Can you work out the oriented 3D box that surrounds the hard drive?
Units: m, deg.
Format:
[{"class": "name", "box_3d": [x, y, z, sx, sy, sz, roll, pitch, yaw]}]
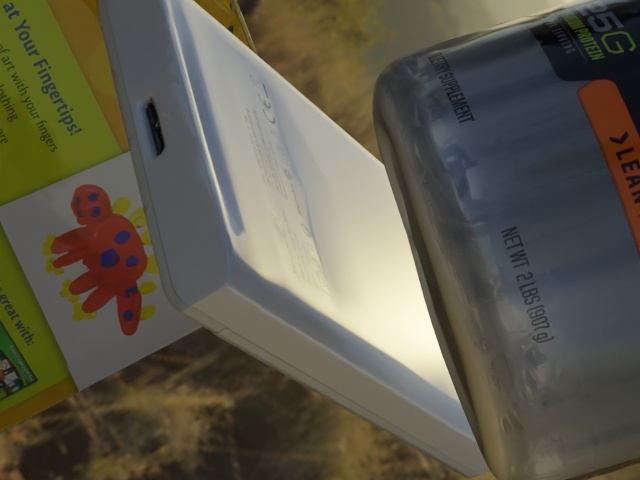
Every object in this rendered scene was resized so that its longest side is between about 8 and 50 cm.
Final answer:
[{"class": "hard drive", "box_3d": [0.000, 0.000, 0.810, 0.307, 0.040, 0.203, 37, 30, -52]}]

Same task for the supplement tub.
[{"class": "supplement tub", "box_3d": [0.208, -0.030, 0.657, 0.207, 0.338, 0.207, -18, 90, -90]}]

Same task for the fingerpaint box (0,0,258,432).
[{"class": "fingerpaint box", "box_3d": [-0.236, -0.103, 1.102, 0.163, 0.371, 0.445, 54, -10, 51]}]
